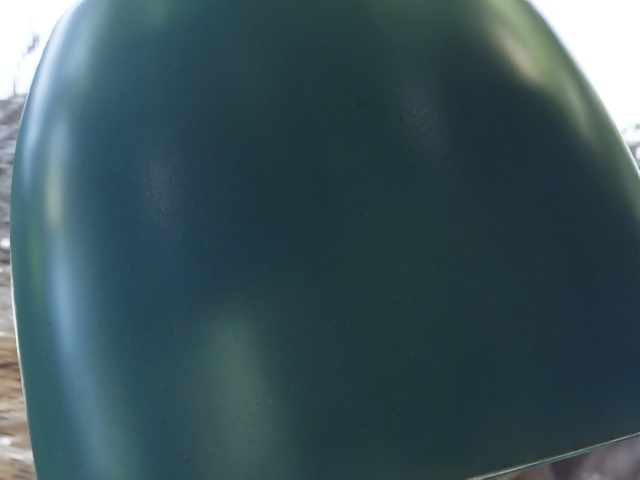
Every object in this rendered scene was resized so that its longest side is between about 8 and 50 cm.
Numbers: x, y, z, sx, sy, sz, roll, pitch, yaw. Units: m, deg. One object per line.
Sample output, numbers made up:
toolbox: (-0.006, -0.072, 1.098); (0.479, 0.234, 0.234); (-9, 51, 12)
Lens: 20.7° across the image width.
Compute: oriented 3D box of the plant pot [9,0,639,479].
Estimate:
plant pot: (0.000, 0.000, 0.745); (0.293, 0.293, 0.235); (-8, -102, -43)
